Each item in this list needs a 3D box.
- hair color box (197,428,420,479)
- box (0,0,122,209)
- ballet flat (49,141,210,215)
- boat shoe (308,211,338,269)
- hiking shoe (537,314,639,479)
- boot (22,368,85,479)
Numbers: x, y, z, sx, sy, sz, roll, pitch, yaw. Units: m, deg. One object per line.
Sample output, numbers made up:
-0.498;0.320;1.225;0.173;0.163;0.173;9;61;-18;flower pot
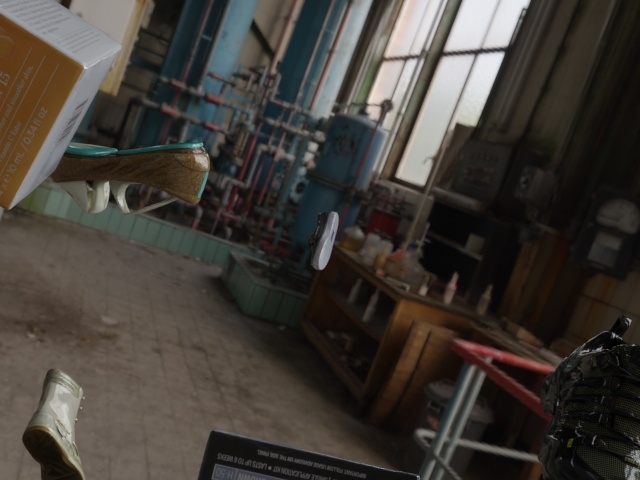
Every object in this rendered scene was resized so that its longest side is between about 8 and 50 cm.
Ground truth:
-0.043;0.366;0.560;0.185;0.375;0.114;11;-21;5;hair color box
-0.460;-0.234;0.837;0.345;0.215;0.168;31;20;-13;box
-0.342;-0.104;1.158;0.342;0.124;0.116;3;11;16;ballet flat
0.000;0.000;1.274;0.040;0.049;0.142;4;43;15;boat shoe
0.241;0.142;0.573;0.086;0.114;0.227;25;23;-1;hiking shoe
-0.490;0.368;1.319;0.077;0.213;0.165;-9;36;0;boot
